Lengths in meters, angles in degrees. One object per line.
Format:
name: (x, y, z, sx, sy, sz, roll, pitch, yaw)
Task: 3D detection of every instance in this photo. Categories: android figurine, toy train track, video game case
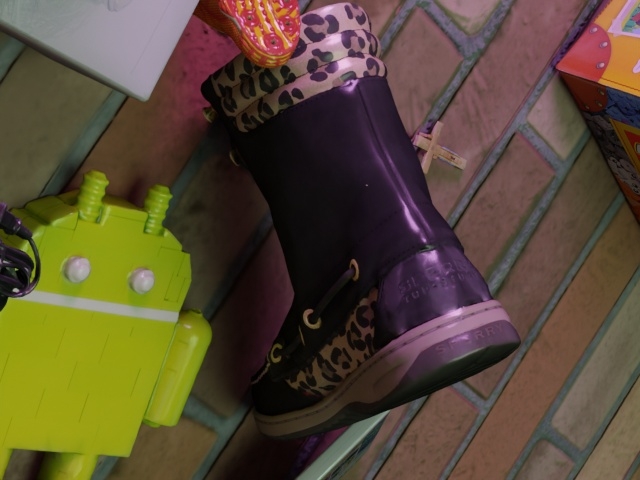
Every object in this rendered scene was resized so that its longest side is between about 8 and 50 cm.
android figurine: (-0.191, 0.077, 1.222, 0.248, 0.056, 0.272, 15, 101, -45)
toy train track: (0.105, -0.080, 1.447, 0.083, 0.014, 0.048, 22, 87, -51)
video game case: (-0.004, 0.214, 1.423, 0.157, 0.019, 0.143, -42, 168, -20)

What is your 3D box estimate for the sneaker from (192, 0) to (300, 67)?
sneaker: (-0.067, -0.177, 1.134, 0.064, 0.175, 0.067, -8, 139, -32)

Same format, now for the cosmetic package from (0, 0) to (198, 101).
cosmetic package: (-0.172, -0.244, 1.031, 0.225, 0.138, 0.224, 27, 90, -47)

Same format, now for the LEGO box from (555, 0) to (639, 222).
LEGO box: (0.512, -0.212, 1.625, 0.500, 0.193, 0.372, -50, 134, -13)

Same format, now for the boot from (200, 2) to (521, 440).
boot: (0.000, 0.000, 1.255, 0.138, 0.377, 0.284, -20, 84, -20)

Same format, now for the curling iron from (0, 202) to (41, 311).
curling iron: (-0.249, 0.021, 0.817, 0.274, 0.035, 0.068, -9, 104, -53)
